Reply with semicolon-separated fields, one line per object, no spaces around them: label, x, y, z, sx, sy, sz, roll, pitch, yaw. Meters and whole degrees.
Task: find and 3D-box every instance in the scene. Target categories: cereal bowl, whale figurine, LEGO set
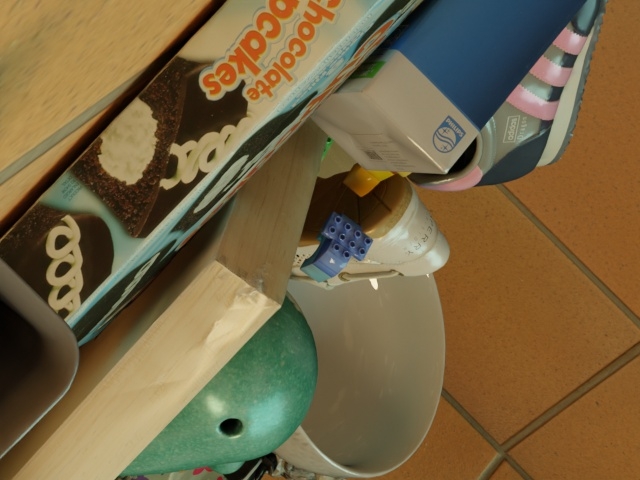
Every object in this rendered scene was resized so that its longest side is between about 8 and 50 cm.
cereal bowl;-0.006;0.107;1.902;0.141;0.339;0.339;-11;-160;37
whale figurine;-0.127;0.139;1.363;0.272;0.216;0.141;-34;-145;6
LEGO set;0.025;-0.055;1.215;0.093;0.087;0.227;-23;-145;61

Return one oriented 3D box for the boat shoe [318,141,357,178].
boat shoe;0.031;-0.085;1.659;0.079;0.095;0.254;-30;161;-31

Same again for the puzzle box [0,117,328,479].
puzzle box;-0.148;0.091;1.126;0.409;0.052;0.272;-46;-166;27

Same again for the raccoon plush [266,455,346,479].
raccoon plush;0.017;0.104;2.070;0.446;0.299;0.216;-46;177;19

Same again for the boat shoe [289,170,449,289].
boat shoe;0.000;0.000;1.377;0.277;0.096;0.098;6;-123;56

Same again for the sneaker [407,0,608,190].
sneaker;0.129;-0.152;1.234;0.131;0.112;0.319;-21;140;-19

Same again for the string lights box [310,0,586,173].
string lights box;0.107;-0.162;1.033;0.260;0.077;0.133;-51;-162;-11

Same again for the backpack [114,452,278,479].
backpack;-0.188;0.273;1.917;0.253;0.191;0.225;-48;180;12

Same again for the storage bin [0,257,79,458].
storage bin;-0.172;0.047;0.603;0.135;0.098;0.091;-45;-155;-7

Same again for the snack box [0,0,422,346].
snack box;-0.053;-0.066;0.887;0.322;0.060;0.187;-46;179;7
